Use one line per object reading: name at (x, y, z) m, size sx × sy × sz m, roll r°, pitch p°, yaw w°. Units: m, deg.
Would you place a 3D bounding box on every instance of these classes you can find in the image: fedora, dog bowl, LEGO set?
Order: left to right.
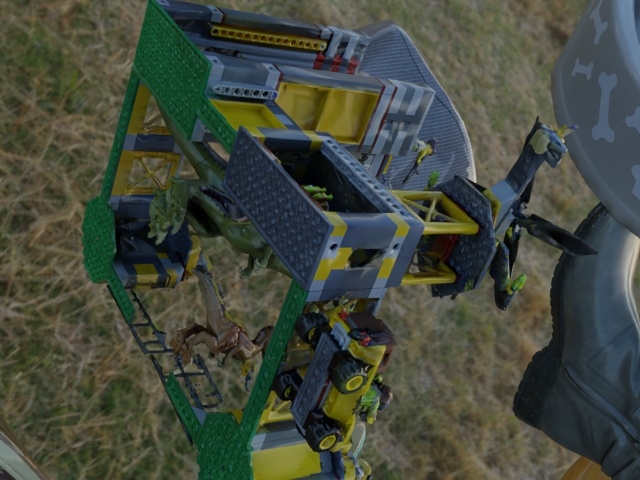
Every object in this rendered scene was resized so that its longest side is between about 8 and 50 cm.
LEGO set at (0.000, 0.000, 0.563) m, size 0.192 × 0.255 × 0.331 m, roll 0°, pitch 26°, yaw -34°
fedora at (0.057, -0.100, 0.826) m, size 0.275 × 0.124 × 0.243 m, roll 61°, pitch 5°, yaw -23°
dog bowl at (0.369, -0.130, 0.725) m, size 0.349 × 0.102 × 0.348 m, roll 2°, pitch 61°, yaw -3°

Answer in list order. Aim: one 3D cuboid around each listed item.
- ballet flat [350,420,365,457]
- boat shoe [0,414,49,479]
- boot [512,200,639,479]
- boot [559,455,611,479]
ballet flat at (-0.008, 0.366, 1.420) m, size 0.073 × 0.080 × 0.232 m, roll 41°, pitch 63°, yaw -16°
boat shoe at (-0.369, 0.179, 0.817) m, size 0.123 × 0.123 × 0.342 m, roll 35°, pitch -19°, yaw 38°
boot at (0.267, 0.095, 0.750) m, size 0.083 × 0.246 × 0.161 m, roll -11°, pitch 33°, yaw -40°
boot at (0.324, 0.399, 1.142) m, size 0.104 × 0.295 × 0.211 m, roll 29°, pitch -2°, yaw 12°
